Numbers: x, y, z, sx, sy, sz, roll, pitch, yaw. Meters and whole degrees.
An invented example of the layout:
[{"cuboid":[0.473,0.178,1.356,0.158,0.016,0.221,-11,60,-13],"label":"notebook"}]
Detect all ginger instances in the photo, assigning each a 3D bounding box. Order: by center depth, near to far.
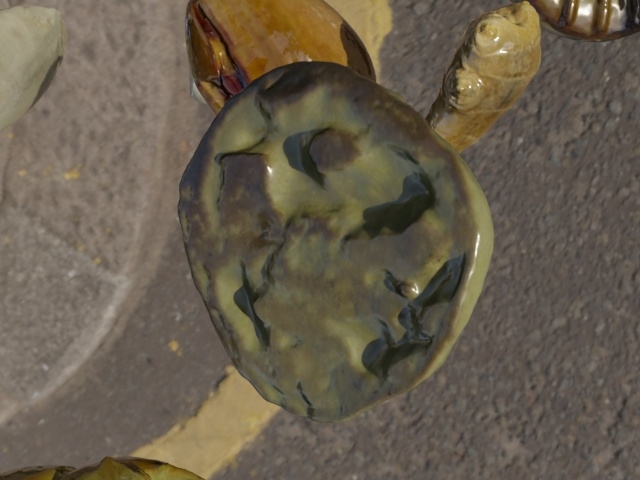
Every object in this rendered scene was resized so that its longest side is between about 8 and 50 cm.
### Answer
[{"cuboid":[0.130,-0.129,1.113,0.086,0.131,0.294,48,111,14],"label":"ginger"}]

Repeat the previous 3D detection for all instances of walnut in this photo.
[{"cuboid":[-0.058,-0.224,1.275,0.203,0.203,0.298,-31,96,35],"label":"walnut"}]

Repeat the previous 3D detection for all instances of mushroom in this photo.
[{"cuboid":[-0.400,-0.170,1.203,0.128,0.350,0.128,16,140,14],"label":"mushroom"}]

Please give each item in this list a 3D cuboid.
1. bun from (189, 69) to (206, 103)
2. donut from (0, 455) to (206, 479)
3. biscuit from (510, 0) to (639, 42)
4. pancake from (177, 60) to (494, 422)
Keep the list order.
[{"cuboid":[-0.172,-0.323,1.856,0.120,0.173,0.173,2,120,-10],"label":"bun"},{"cuboid":[-0.117,0.299,0.562,0.360,0.360,0.170,33,144,8],"label":"donut"},{"cuboid":[0.392,-0.440,1.461,0.332,0.103,0.332,-1,93,-9],"label":"biscuit"},{"cuboid":[0.000,0.000,0.832,0.294,0.049,0.294,2,94,36],"label":"pancake"}]
